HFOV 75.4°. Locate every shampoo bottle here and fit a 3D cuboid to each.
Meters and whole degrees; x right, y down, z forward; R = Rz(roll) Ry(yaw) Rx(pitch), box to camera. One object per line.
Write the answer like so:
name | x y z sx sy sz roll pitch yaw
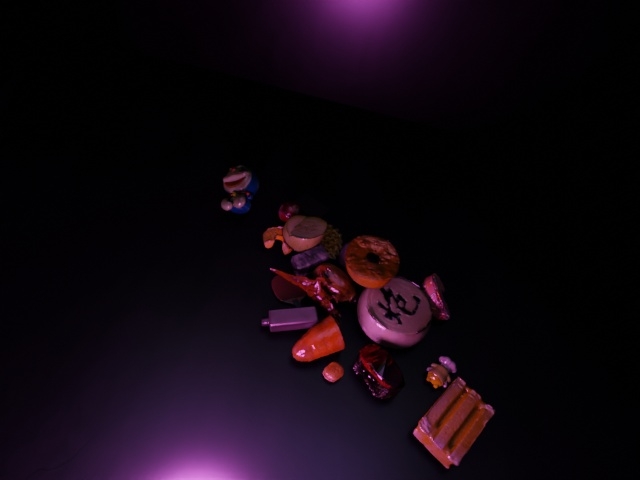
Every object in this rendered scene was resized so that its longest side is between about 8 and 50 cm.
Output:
shampoo bottle | -0.135 0.346 1.817 0.246 0.080 0.079 -4 55 -7

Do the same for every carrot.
carrot | -0.017 0.437 1.758 0.225 0.159 0.159 -27 58 -16

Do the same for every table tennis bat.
table tennis bat | -0.132 0.261 1.957 0.154 0.021 0.274 -11 51 -29

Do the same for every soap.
soap | 0.533 0.721 1.652 0.199 0.091 0.315 40 52 23

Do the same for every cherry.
cherry | 0.175 0.092 2.117 0.176 0.140 0.176 -4 62 7

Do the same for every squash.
squash | -0.086 -0.051 2.096 0.220 0.133 0.220 11 49 -12

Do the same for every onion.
onion | -0.165 -0.154 2.273 0.131 0.131 0.131 7 46 -8

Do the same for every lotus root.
lotus root | 0.074 0.211 1.986 0.260 0.128 0.145 37 61 16

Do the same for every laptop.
laptop | -0.053 -0.194 2.411 0.197 0.016 0.135 35 50 20

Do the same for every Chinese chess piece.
Chinese chess piece | 0.345 0.330 1.930 0.349 0.146 0.349 7 46 -8

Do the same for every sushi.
sushi | 0.247 0.545 1.724 0.136 0.126 0.225 -25 52 -30

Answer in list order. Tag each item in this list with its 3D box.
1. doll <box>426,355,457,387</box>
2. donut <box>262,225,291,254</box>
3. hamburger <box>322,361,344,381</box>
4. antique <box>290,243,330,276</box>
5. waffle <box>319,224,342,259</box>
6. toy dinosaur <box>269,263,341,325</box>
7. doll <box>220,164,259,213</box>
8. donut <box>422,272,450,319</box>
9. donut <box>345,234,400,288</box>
doll | 0.530 0.573 1.808 0.162 0.062 0.106 -31 65 -35
donut | -0.208 -0.003 2.151 0.181 0.078 0.146 14 44 6
hamburger | 0.055 0.547 1.722 0.076 0.044 0.083 38 47 20
antique | -0.052 0.104 2.052 0.183 0.088 0.086 -22 55 -11
waffle | -0.001 0.002 2.212 0.250 0.056 0.261 15 44 -3
toy dinosaur | -0.029 0.199 1.908 0.432 0.208 0.097 43 33 16
doll | -0.442 -0.280 2.277 0.199 0.186 0.322 -6 61 21
donut | 0.564 0.270 2.035 0.085 0.199 0.233 -20 40 22
donut | 0.240 0.106 1.950 0.278 0.108 0.277 3 48 -4
